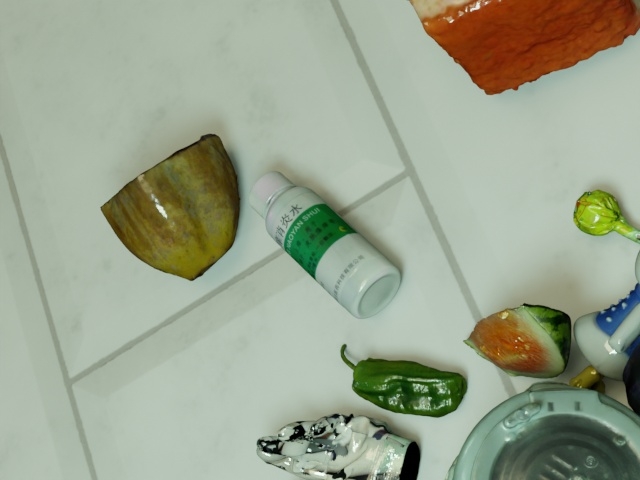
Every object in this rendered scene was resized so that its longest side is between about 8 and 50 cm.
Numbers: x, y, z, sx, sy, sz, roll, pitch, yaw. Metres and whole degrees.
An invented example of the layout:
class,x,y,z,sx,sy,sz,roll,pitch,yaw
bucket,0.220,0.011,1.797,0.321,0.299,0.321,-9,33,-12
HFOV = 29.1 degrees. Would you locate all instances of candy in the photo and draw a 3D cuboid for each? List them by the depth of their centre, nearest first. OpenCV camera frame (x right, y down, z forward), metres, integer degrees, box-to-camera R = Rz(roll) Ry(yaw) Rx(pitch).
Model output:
class,x,y,z,sx,sy,sz,roll,pitch,yaw
candy,0.402,0.001,1.549,0.194,0.058,0.062,36,64,23

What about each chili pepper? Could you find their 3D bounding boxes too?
class,x,y,z,sx,sy,sz,roll,pitch,yaw
chili pepper,0.094,0.193,1.661,0.204,0.073,0.072,8,94,33

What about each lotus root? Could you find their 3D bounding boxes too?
class,x,y,z,sx,sy,sz,roll,pitch,yaw
lotus root,-0.201,-0.040,1.862,0.180,0.199,0.188,55,149,-1

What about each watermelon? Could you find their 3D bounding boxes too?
class,x,y,z,sx,sy,sz,roll,pitch,yaw
watermelon,0.247,0.123,1.524,0.119,0.245,0.063,17,76,-5

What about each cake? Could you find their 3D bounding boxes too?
class,x,y,z,sx,sy,sz,roll,pitch,yaw
cake,0.240,-0.390,1.613,0.270,0.269,0.319,-26,64,22

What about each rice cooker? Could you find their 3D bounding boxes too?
class,x,y,z,sx,sy,sz,roll,pitch,yaw
rice cooker,0.266,0.305,1.399,0.264,0.316,0.317,-5,73,3

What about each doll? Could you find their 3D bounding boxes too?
class,x,y,z,sx,sy,sz,roll,pitch,yaw
doll,0.391,0.070,1.463,0.119,0.138,0.293,36,115,18

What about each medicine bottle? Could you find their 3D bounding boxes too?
class,x,y,z,sx,sy,sz,roll,pitch,yaw
medicine bottle,0.000,0.000,1.752,0.095,0.095,0.260,-52,57,8

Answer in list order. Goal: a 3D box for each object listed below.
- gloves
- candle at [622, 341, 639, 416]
class,x,y,z,sx,sy,sz,roll,pitch,yaw
gloves,0.019,0.294,1.655,0.212,0.111,0.128,7,105,29
candle,0.499,0.210,1.329,0.221,0.221,0.342,-44,62,13
